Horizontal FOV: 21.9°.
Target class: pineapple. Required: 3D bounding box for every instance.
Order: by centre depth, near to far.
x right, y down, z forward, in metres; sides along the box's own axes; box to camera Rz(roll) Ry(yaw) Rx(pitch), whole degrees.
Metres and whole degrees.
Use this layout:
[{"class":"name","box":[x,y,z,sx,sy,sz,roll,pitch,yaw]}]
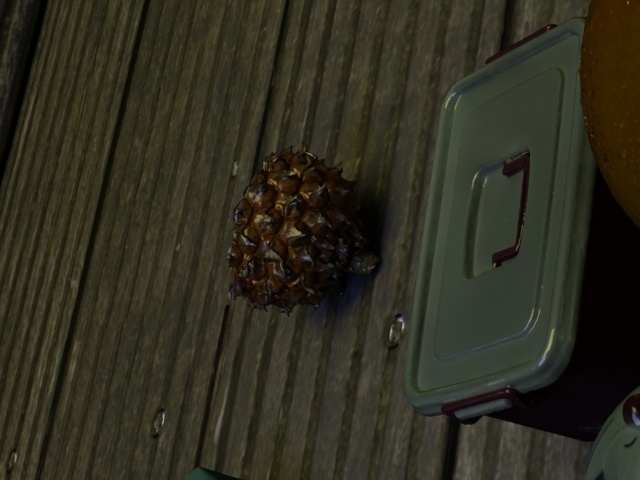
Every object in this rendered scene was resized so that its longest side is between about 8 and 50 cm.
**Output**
[{"class":"pineapple","box":[-0.002,0.002,1.665,0.161,0.137,0.176,-5,-66,-71]}]

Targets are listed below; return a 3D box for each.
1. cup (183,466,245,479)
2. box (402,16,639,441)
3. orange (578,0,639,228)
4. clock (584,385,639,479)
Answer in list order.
[{"class":"cup","box":[-0.055,0.317,1.523,0.236,0.148,0.134,25,95,56]},{"class":"box","box":[0.191,0.004,1.220,0.193,0.167,0.294,-27,49,56]},{"class":"orange","box":[0.286,-0.097,0.996,0.274,0.274,0.274,-42,37,43]},{"class":"clock","box":[0.244,0.124,0.954,0.199,0.146,0.243,-47,-8,29]}]
